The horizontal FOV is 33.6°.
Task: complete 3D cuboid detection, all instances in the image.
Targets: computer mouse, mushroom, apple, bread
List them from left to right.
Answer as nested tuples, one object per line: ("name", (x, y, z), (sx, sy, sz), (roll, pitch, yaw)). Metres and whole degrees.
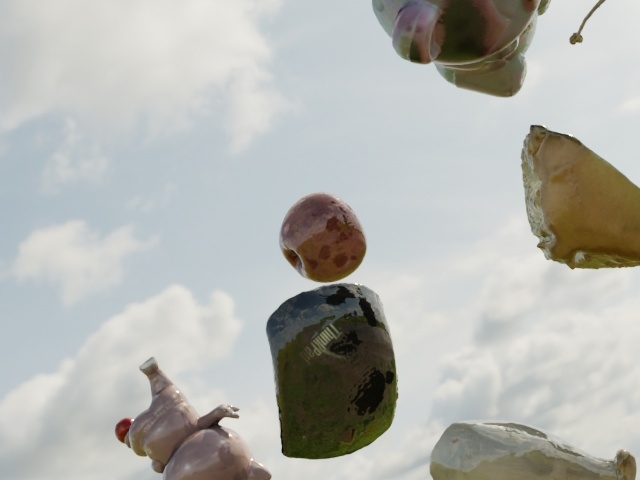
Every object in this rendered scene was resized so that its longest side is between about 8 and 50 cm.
("apple", (0.000, 0.000, 1.742), (0.120, 0.153, 0.153), (-37, -11, -26))
("computer mouse", (0.021, 0.187, 1.412), (0.170, 0.100, 0.269), (-11, -54, -9))
("mushroom", (0.212, 0.233, 1.055), (0.212, 0.097, 0.088), (16, -22, -11))
("bread", (0.334, -0.027, 1.367), (0.133, 0.251, 0.174), (-51, -3, -3))
("mushroom", (0.563, -0.484, 1.991), (0.286, 0.026, 0.028), (-53, -3, 9))

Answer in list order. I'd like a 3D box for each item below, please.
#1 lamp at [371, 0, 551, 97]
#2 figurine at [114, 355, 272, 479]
("lamp", (0.153, -0.305, 1.260), (0.247, 0.247, 0.301), (-68, -19, 0))
("figurine", (-0.201, 0.324, 1.649), (0.176, 0.287, 0.186), (-47, -30, -15))
